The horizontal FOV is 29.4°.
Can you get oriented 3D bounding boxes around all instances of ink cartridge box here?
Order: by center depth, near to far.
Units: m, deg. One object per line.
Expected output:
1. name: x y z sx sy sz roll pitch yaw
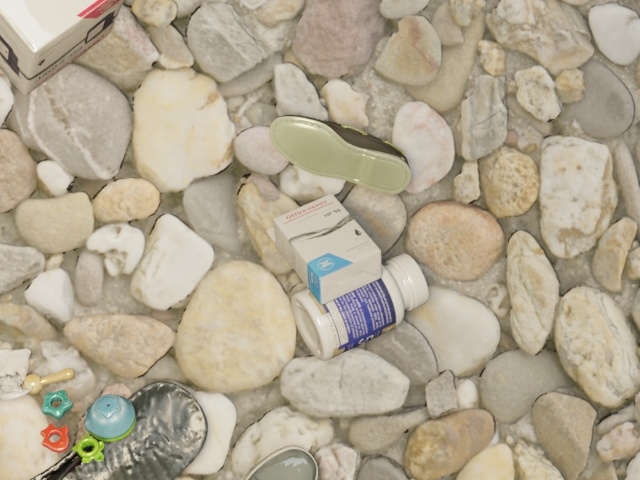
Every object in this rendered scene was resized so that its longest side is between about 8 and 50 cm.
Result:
1. ink cartridge box: -0.371 -0.314 1.707 0.172 0.237 0.100 -41 95 -18
2. ink cartridge box: 0.000 0.000 1.793 0.104 0.060 0.180 -24 48 -18

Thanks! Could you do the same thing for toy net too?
1. toy net: -0.375 0.227 1.681 0.232 0.045 0.122 22 56 14

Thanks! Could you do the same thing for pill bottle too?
1. pill bottle: 0.061 0.093 1.818 0.186 0.112 0.112 -24 87 -17

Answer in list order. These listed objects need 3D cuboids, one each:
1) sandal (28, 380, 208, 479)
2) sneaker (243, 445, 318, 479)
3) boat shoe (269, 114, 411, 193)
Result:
1. sandal: -0.332 0.367 1.667 0.167 0.107 0.446 42 72 -5
2. sneaker: -0.094 0.406 1.688 0.123 0.178 0.295 40 73 -5
3. boat shoe: 0.030 -0.138 1.875 0.227 0.069 0.081 22 115 -6
